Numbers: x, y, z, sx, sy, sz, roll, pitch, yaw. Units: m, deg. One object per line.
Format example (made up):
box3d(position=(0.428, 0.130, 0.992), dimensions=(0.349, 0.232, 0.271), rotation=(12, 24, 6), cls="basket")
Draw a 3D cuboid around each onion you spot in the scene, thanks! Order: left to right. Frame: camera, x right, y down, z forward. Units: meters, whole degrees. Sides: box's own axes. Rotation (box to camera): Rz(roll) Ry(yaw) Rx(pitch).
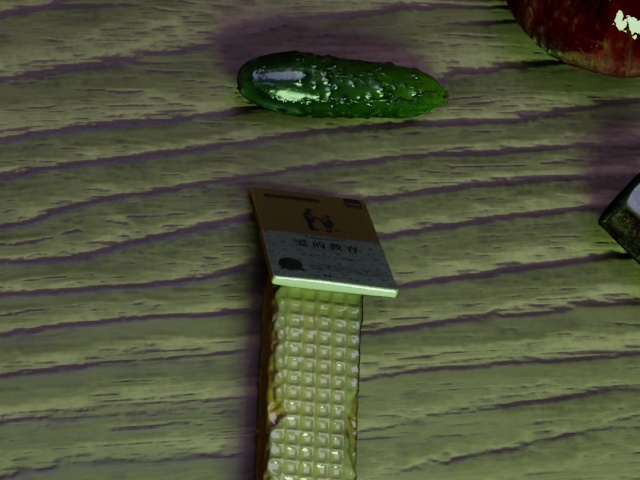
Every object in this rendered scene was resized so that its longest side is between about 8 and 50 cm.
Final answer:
box3d(position=(0.309, -0.290, 1.707), dimensions=(0.246, 0.190, 0.246), rotation=(4, 51, -5), cls="onion")

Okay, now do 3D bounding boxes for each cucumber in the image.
box3d(position=(0.026, -0.153, 1.638), dimensions=(0.227, 0.069, 0.069), rotation=(2, 68, -19), cls="cucumber")

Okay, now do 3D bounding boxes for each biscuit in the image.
box3d(position=(-0.014, 0.190, 1.486), dimensions=(0.094, 0.054, 0.378), rotation=(7, 66, -14), cls="biscuit")

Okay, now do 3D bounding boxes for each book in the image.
box3d(position=(0.000, 0.000, 1.537), dimensions=(0.118, 0.012, 0.172), rotation=(7, 28, -14), cls="book")

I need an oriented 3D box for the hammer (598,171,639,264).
box3d(position=(0.493, -0.082, 1.665), dimensions=(0.242, 0.095, 0.409), rotation=(41, 82, 7), cls="hammer")
